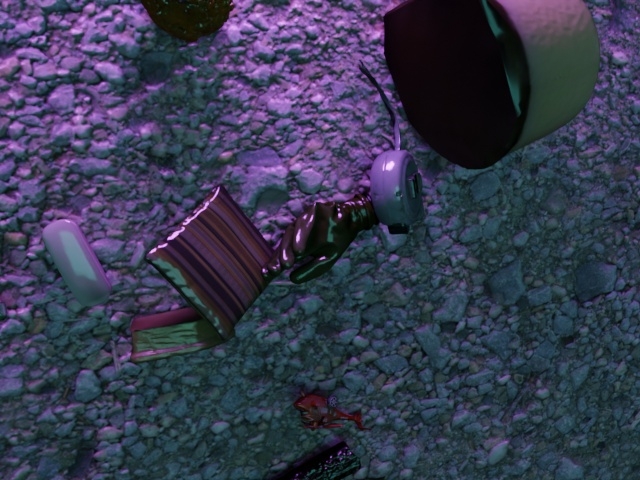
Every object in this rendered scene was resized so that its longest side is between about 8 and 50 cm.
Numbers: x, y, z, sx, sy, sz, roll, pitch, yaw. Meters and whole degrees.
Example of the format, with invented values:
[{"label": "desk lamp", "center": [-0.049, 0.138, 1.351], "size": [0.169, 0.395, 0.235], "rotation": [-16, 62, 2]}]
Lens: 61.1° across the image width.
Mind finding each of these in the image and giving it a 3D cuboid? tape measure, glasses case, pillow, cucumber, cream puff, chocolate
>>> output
[{"label": "tape measure", "center": [0.133, -0.177, 1.019], "size": [0.084, 0.164, 0.330], "rotation": [-7, 109, 21]}, {"label": "glasses case", "center": [-0.427, 0.040, 0.954], "size": [0.063, 0.041, 0.164], "rotation": [-26, 107, -8]}, {"label": "pillow", "center": [-0.180, 0.037, 0.982], "size": [0.208, 0.052, 0.212], "rotation": [53, 50, -20]}, {"label": "cucumber", "center": [-0.056, 0.524, 1.144], "size": [0.300, 0.072, 0.072], "rotation": [-28, 107, -10]}, {"label": "cream puff", "center": [-0.221, -0.411, 0.884], "size": [0.165, 0.115, 0.150], "rotation": [21, 97, -18]}, {"label": "chocolate", "center": [0.321, -0.326, 0.971], "size": [0.297, 0.314, 0.326], "rotation": [-32, 104, -17]}]

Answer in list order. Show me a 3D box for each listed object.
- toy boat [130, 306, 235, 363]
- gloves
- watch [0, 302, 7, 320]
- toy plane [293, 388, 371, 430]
[{"label": "toy boat", "center": [-0.253, 0.165, 0.993], "size": [0.188, 0.116, 0.061], "rotation": [-9, 98, -15]}, {"label": "gloves", "center": [-0.004, -0.005, 1.037], "size": [0.268, 0.107, 0.135], "rotation": [-33, 117, -26]}, {"label": "watch", "center": [-0.614, 0.081, 0.872], "size": [0.131, 0.165, 0.152], "rotation": [-27, 83, -8]}, {"label": "toy plane", "center": [0.028, 0.360, 1.124], "size": [0.194, 0.126, 0.077], "rotation": [14, 69, -17]}]
